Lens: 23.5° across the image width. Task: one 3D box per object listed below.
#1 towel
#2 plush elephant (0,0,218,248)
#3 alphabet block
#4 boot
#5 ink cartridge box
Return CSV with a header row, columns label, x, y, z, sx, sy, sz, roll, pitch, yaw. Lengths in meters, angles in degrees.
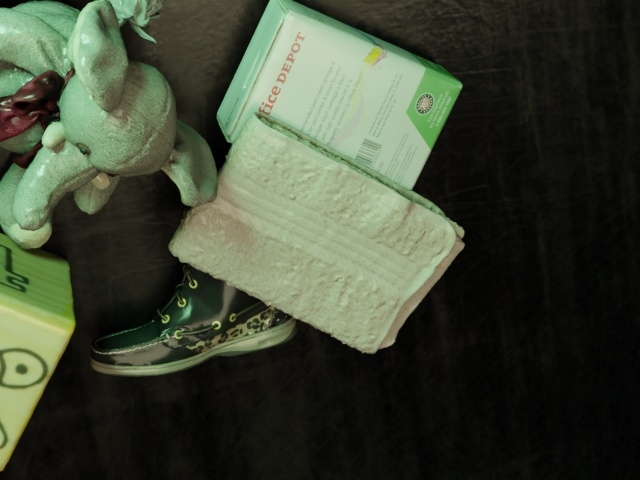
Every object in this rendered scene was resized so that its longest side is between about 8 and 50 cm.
label,x,y,z,sx,sy,sz,roll,pitch,yaw
towel,0.000,0.000,1.629,0.282,0.049,0.187,26,112,-22
plush elephant,-0.242,-0.114,1.496,0.330,0.255,0.272,-41,128,0
alphabet block,-0.384,0.094,1.598,0.197,0.193,0.192,25,106,-20
boot,-0.147,0.045,1.688,0.236,0.085,0.178,-11,111,-14
ink cartridge box,0.017,-0.148,1.640,0.212,0.093,0.154,20,106,-21
